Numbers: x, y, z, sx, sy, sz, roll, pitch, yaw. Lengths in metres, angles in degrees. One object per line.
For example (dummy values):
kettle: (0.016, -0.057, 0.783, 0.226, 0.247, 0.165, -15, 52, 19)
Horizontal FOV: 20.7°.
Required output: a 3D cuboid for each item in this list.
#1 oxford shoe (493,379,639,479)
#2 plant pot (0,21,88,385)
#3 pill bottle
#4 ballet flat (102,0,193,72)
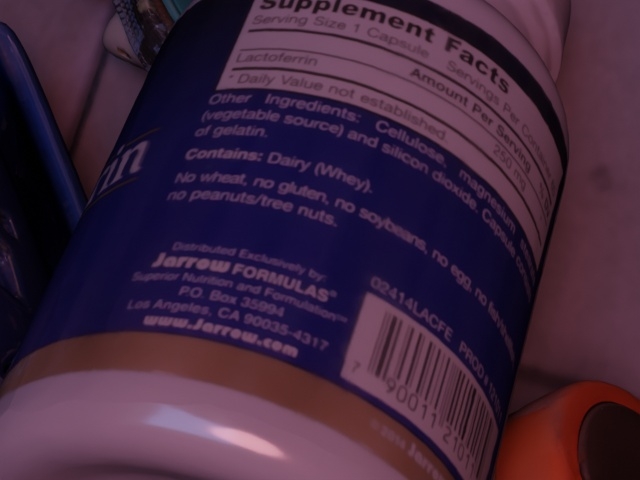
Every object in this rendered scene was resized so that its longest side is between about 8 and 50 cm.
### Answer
oxford shoe: (0.092, 0.238, 0.579, 0.133, 0.130, 0.363, -26, 63, 33)
plant pot: (-0.206, 0.033, 0.667, 0.236, 0.212, 0.236, -32, 69, 19)
pill bottle: (0.000, 0.000, 0.587, 0.153, 0.153, 0.264, 2, 49, 22)
ballet flat: (-0.074, -0.114, 0.745, 0.070, 0.070, 0.188, -31, 68, 13)
